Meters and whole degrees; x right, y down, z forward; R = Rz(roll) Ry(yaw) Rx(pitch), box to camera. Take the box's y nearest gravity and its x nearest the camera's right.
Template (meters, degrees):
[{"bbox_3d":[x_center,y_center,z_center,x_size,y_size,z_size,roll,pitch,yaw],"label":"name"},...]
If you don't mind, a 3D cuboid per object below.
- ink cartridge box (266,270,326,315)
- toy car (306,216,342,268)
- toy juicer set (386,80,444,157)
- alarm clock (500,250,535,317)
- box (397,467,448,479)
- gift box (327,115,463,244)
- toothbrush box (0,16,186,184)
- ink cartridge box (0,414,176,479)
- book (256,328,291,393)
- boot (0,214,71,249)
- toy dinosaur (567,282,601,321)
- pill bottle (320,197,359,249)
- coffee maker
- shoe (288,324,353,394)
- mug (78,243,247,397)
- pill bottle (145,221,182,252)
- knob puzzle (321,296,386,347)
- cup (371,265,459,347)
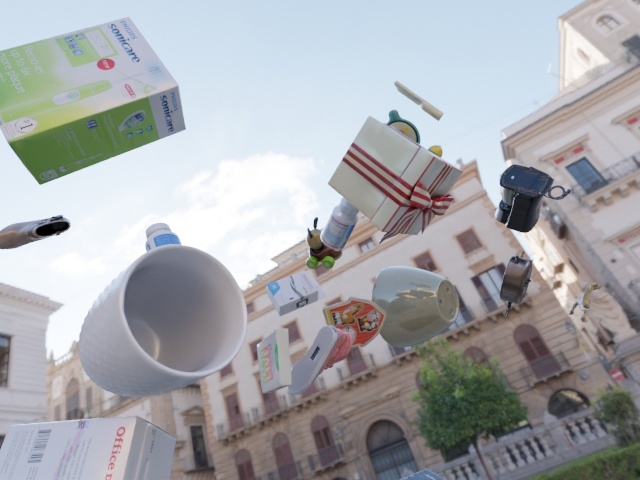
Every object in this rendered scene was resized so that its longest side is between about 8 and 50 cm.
[{"bbox_3d":[-0.079,0.170,1.431,0.180,0.104,0.060,-21,-40,-22],"label":"ink cartridge box"},{"bbox_3d":[0.000,0.000,1.765,0.149,0.155,0.188,-3,-55,29],"label":"toy car"},{"bbox_3d":[0.299,-0.329,1.385,0.089,0.210,0.328,-49,-26,-43],"label":"toy juicer set"},{"bbox_3d":[0.543,0.129,1.179,0.129,0.064,0.191,-11,-65,-56],"label":"alarm clock"},{"bbox_3d":[0.303,0.902,1.112,0.472,0.296,0.480,0,1,-35],"label":"box"},{"bbox_3d":[0.210,-0.144,1.163,0.255,0.258,0.276,-3,-51,-51],"label":"gift box"},{"bbox_3d":[-0.428,-0.261,0.772,0.283,0.206,0.122,-28,-19,-23],"label":"toothbrush box"},{"bbox_3d":[-0.468,0.483,0.844,0.271,0.198,0.197,-6,-38,5],"label":"ink cartridge box"},{"bbox_3d":[-0.084,0.227,0.784,0.035,0.096,0.144,2,-25,-20],"label":"book"},{"bbox_3d":[-0.491,-0.014,0.719,0.087,0.042,0.119,3,27,45],"label":"boot"},{"bbox_3d":[0.705,0.168,1.139,0.183,0.053,0.092,-26,-52,-44],"label":"toy dinosaur"},{"bbox_3d":[0.065,-0.055,1.326,0.087,0.087,0.160,0,-47,-30],"label":"pill bottle"},{"bbox_3d":[0.592,-0.106,1.213,0.120,0.171,0.178,-33,-38,-6],"label":"coffee maker"},{"bbox_3d":[0.003,0.274,0.949,0.081,0.063,0.177,27,-82,-42],"label":"shoe"},{"bbox_3d":[-0.355,0.168,0.959,0.328,0.374,0.276,-32,-66,36],"label":"mug"},{"bbox_3d":[-0.543,0.043,1.491,0.124,0.221,0.124,-22,-32,-15],"label":"pill bottle"},{"bbox_3d":[0.120,0.267,1.355,0.214,0.030,0.212,-2,-70,-6],"label":"knob puzzle"},{"bbox_3d":[0.392,0.248,1.649,0.331,0.330,0.237,14,-20,-43],"label":"cup"}]
